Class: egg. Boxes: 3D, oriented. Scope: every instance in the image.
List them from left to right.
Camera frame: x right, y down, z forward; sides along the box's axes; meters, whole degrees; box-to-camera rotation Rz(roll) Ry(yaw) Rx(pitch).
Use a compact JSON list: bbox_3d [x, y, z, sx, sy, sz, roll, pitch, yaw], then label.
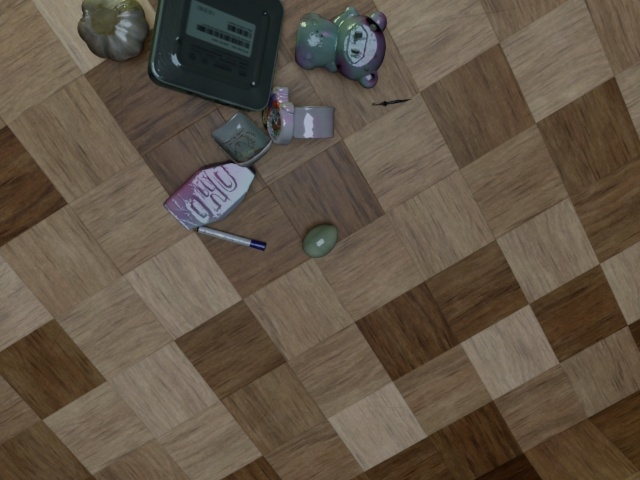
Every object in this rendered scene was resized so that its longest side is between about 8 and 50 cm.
[{"bbox_3d":[0.000,0.000,1.826,0.152,0.114,0.114,-44,104,2],"label":"egg"}]

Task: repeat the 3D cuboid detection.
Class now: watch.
[{"bbox_3d":[-0.071,-0.439,1.673,0.231,0.244,0.196,-8,109,-25],"label":"watch"}]

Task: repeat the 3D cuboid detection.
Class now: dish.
[{"bbox_3d":[-0.274,-0.344,1.688,0.151,0.077,0.212,-39,61,-11],"label":"dish"}]

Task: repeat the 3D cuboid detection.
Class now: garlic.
[{"bbox_3d":[-0.673,-0.700,1.573,0.227,0.152,0.228,1,107,4],"label":"garlic"}]

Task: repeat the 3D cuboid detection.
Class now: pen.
[{"bbox_3d":[-0.341,-0.010,1.842,0.269,0.033,0.033,16,103,-8],"label":"pen"}]

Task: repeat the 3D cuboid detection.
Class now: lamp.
[{"bbox_3d":[0.070,-0.657,1.597,0.301,0.247,0.247,10,101,1],"label":"lamp"}]

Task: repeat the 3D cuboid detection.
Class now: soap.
[{"bbox_3d":[-0.391,-0.179,1.755,0.324,0.109,0.193,-41,105,6],"label":"soap"}]

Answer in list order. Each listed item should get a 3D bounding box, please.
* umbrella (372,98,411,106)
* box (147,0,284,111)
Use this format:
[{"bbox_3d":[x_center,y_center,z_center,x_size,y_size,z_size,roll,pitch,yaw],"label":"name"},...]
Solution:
[{"bbox_3d":[0.265,-0.508,1.759,0.148,0.022,0.022,-7,132,-2],"label":"umbrella"},{"bbox_3d":[-0.327,-0.644,1.533,0.396,0.111,0.397,8,92,-31],"label":"box"}]
